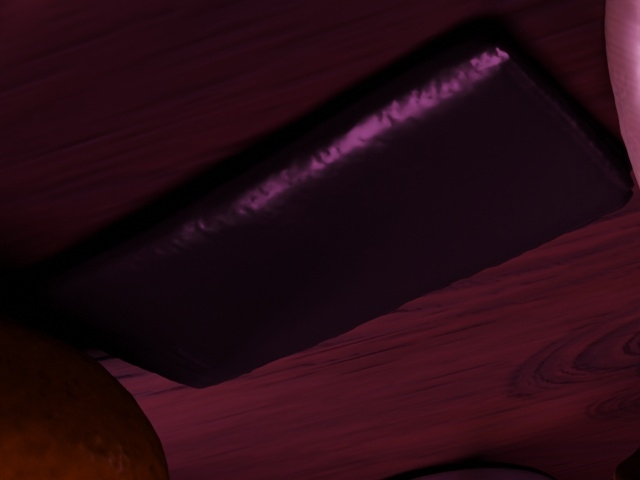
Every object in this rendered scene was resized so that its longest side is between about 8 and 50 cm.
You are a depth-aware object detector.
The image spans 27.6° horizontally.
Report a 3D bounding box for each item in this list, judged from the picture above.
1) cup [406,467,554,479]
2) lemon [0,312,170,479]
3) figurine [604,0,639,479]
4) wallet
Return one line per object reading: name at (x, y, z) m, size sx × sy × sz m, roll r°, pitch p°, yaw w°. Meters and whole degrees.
cup at (0.085, 0.253, 0.790) m, size 0.167 × 0.202 × 0.221 m, roll -19°, pitch 147°, yaw 13°
lemon at (-0.156, 0.108, 0.555) m, size 0.207 × 0.170 × 0.170 m, roll 20°, pitch 138°, yaw -37°
figurine at (0.174, 0.018, 0.343) m, size 0.204 × 0.332 × 0.185 m, roll 14°, pitch 131°, yaw 2°
wallet at (0.000, 0.001, 0.546) m, size 0.244 × 0.025 × 0.124 m, roll -26°, pitch 143°, yaw 27°
